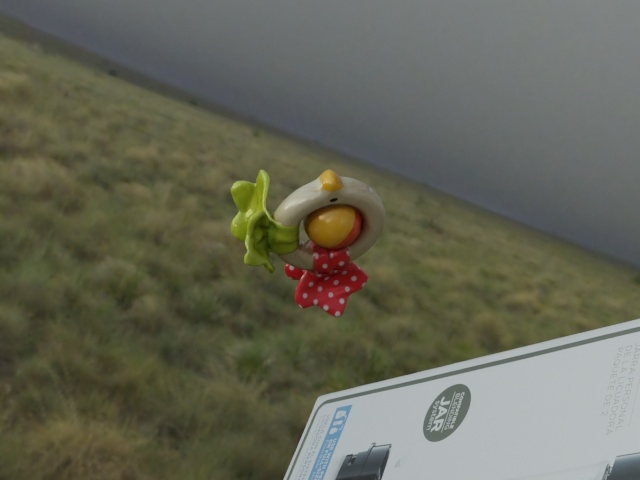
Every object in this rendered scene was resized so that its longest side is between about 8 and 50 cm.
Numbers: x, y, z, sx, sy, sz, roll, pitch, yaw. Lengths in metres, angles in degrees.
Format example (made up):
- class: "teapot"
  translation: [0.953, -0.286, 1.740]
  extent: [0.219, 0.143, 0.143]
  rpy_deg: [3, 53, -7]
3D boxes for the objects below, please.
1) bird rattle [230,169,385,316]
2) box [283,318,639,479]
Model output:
- class: "bird rattle"
  translation: [0.000, 0.000, 1.450]
  extent: [0.253, 0.207, 0.143]
  rpy_deg: [36, 29, -35]
- class: "box"
  translation: [0.089, 0.128, 0.406]
  extent: [0.087, 0.169, 0.290]
  rpy_deg: [40, -35, -22]
